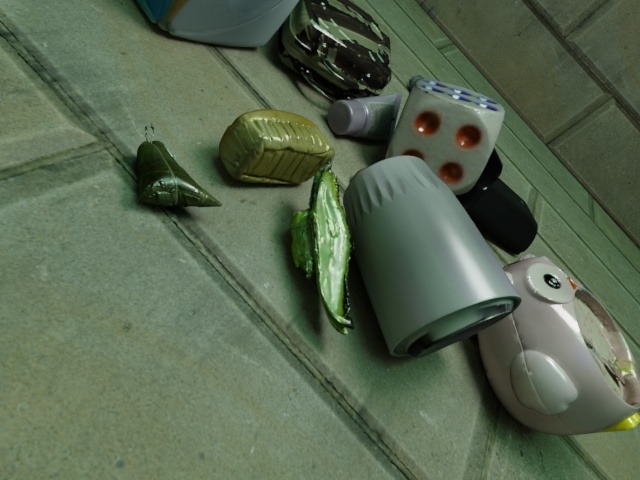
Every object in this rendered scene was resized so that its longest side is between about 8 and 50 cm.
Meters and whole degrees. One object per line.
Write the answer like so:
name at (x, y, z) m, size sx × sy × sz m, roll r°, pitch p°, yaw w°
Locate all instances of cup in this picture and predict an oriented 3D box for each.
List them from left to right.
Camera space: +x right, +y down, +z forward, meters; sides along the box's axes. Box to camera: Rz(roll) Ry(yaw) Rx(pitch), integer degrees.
cup at (0.200, 0.032, 0.875) m, size 0.253 × 0.253 × 0.371 m, roll 8°, pitch 51°, yaw -40°

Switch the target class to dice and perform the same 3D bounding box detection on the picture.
dice at (0.339, -0.287, 1.215) m, size 0.259 × 0.251 × 0.243 m, roll 21°, pitch 31°, yaw 5°

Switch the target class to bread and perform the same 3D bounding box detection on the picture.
bread at (-0.086, -0.186, 0.875) m, size 0.236 × 0.140 × 0.106 m, roll -5°, pitch 58°, yaw -50°

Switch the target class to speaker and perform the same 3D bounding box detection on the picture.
speaker at (0.587, -0.132, 1.408) m, size 0.388 × 0.184 × 0.180 m, roll 30°, pitch 39°, yaw -31°

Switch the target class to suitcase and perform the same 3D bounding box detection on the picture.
suitcase at (0.037, -0.541, 1.260) m, size 0.352 × 0.194 × 0.339 m, roll 21°, pitch 56°, yaw -30°

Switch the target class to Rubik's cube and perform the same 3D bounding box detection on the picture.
Rubik's cube at (-0.238, -0.694, 0.993) m, size 0.347 × 0.352 × 0.351 m, roll -18°, pitch 70°, yaw -50°

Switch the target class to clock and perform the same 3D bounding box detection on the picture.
clock at (0.507, 0.229, 1.000) m, size 0.368 × 0.251 × 0.376 m, roll -14°, pitch 75°, yaw -48°

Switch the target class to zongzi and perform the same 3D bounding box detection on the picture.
zongzi at (-0.237, -0.121, 0.732) m, size 0.131 × 0.062 × 0.154 m, roll 2°, pitch 55°, yaw -30°

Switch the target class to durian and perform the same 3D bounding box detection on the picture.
durian at (0.007, -0.002, 0.826) m, size 0.132 × 0.107 × 0.374 m, roll 12°, pitch 58°, yaw -32°

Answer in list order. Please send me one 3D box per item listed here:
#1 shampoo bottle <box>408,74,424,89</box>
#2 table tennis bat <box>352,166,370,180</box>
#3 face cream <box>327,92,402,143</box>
shampoo bottle at (0.404, -0.565, 1.725) m, size 0.072 × 0.072 × 0.213 m, roll 20°, pitch 46°, yaw -32°
table tennis bat at (0.155, -0.111, 1.149) m, size 0.170 × 0.119 × 0.107 m, roll 19°, pitch 69°, yaw -1°
face cream at (0.144, -0.353, 1.258) m, size 0.096 × 0.154 × 0.274 m, roll 25°, pitch 26°, yaw 39°
